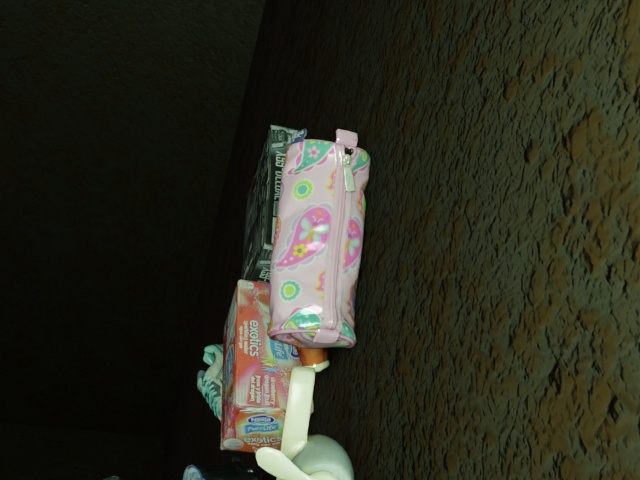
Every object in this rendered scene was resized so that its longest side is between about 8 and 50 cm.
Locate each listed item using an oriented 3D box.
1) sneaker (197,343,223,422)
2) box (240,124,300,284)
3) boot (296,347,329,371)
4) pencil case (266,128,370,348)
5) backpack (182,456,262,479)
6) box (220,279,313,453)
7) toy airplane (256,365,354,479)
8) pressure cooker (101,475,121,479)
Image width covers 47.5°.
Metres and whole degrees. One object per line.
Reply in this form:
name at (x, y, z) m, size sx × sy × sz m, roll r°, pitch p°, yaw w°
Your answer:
sneaker at (-0.214, 0.340, 1.595) m, size 0.283 × 0.122 × 0.110 m, roll -100°, pitch 23°, yaw -54°
box at (-0.102, -0.041, 1.492) m, size 0.242 × 0.076 × 0.307 m, roll 116°, pitch 159°, yaw -51°
boot at (-0.018, 0.150, 1.069) m, size 0.158 × 0.059 × 0.085 m, roll 146°, pitch 111°, yaw -87°
pencil case at (0.000, 0.000, 0.963) m, size 0.124 × 0.124 × 0.284 m, roll 137°, pitch 142°, yaw -68°
backpack at (-0.179, 0.515, 1.191) m, size 0.276 × 0.213 × 0.263 m, roll 164°, pitch 105°, yaw -73°
box at (-0.090, 0.202, 1.178) m, size 0.257 × 0.122 × 0.128 m, roll -96°, pitch 20°, yaw -47°
toy airplane at (-0.042, 0.374, 0.679) m, size 0.384 × 0.272 × 0.386 m, roll -62°, pitch -30°, yaw -46°
pressure cooker at (-0.461, 0.801, 1.780) m, size 0.420 × 0.369 × 0.375 m, roll 123°, pitch 170°, yaw -56°
